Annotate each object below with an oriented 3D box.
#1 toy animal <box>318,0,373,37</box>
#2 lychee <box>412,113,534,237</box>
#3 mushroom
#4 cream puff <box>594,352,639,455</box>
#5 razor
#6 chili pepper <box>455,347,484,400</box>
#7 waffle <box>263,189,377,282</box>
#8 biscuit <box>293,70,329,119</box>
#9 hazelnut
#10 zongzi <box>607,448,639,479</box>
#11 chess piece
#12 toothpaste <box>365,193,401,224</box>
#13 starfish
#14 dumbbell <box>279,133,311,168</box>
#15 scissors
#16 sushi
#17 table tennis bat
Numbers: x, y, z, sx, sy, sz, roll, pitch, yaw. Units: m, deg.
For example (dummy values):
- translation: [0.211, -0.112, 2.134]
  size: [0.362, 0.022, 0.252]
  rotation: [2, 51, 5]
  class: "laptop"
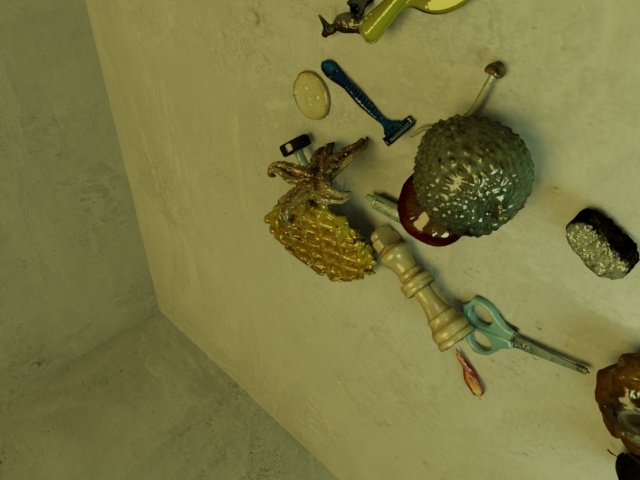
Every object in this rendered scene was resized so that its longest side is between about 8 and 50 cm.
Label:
- translation: [0.069, -0.545, 1.302]
  size: [0.202, 0.070, 0.105]
  rotation: [-1, 133, 47]
  class: "toy animal"
- translation: [0.326, -0.141, 1.133]
  size: [0.255, 0.255, 0.274]
  rotation: [98, 151, -42]
  class: "lychee"
- translation: [0.318, -0.299, 1.204]
  size: [0.306, 0.043, 0.068]
  rotation: [-42, 64, 56]
  class: "mushroom"
- translation: [0.707, 0.360, 1.107]
  size: [0.241, 0.154, 0.269]
  rotation: [-15, 105, 55]
  class: "cream puff"
- translation: [0.111, -0.375, 1.390]
  size: [0.324, 0.093, 0.056]
  rotation: [48, 179, 22]
  class: "razor"
- translation: [0.446, 0.398, 1.563]
  size: [0.045, 0.027, 0.178]
  rotation: [-27, 94, 51]
  class: "chili pepper"
- translation: [0.000, 0.000, 1.679]
  size: [0.382, 0.095, 0.379]
  rotation: [42, 152, -11]
  class: "waffle"
- translation: [-0.029, -0.429, 1.544]
  size: [0.152, 0.020, 0.152]
  rotation: [30, 136, 34]
  class: "biscuit"
- translation: [0.283, -0.089, 1.318]
  size: [0.170, 0.160, 0.202]
  rotation: [-3, 76, 39]
  class: "hazelnut"
- translation: [0.684, 0.552, 1.175]
  size: [0.248, 0.240, 0.111]
  rotation: [117, 146, -82]
  class: "zongzi"
- translation: [0.276, 0.122, 1.487]
  size: [0.397, 0.117, 0.117]
  rotation: [56, 146, 16]
  class: "chess piece"
- translation: [0.236, -0.069, 1.462]
  size: [0.268, 0.047, 0.069]
  rotation: [32, 118, 29]
  class: "toothpaste"
- translation: [-0.013, -0.187, 1.482]
  size: [0.311, 0.303, 0.113]
  rotation: [-7, 138, 29]
  class: "starfish"
- translation: [-0.046, -0.230, 1.641]
  size: [0.100, 0.100, 0.191]
  rotation: [-15, 103, 54]
  class: "dumbbell"
- translation: [0.524, 0.269, 1.368]
  size: [0.360, 0.029, 0.191]
  rotation: [20, 128, 43]
  class: "scissors"
- translation: [0.578, 0.007, 1.071]
  size: [0.150, 0.078, 0.091]
  rotation: [48, 150, 14]
  class: "sushi"
- translation: [0.211, -0.559, 1.106]
  size: [0.224, 0.054, 0.368]
  rotation: [54, 135, 2]
  class: "table tennis bat"
